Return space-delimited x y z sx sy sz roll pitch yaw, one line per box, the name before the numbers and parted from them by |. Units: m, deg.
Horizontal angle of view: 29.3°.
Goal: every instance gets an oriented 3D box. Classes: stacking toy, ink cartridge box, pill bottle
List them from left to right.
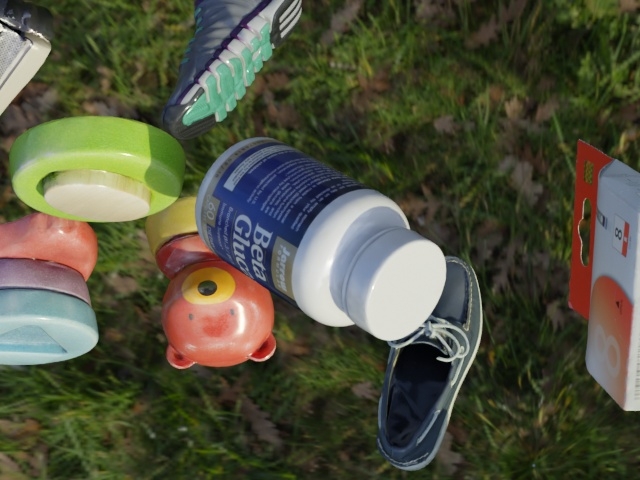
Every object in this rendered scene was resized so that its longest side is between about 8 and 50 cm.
stacking toy | -0.199 0.030 0.982 0.309 0.279 0.130 -10 67 15
pill bottle | 0.000 0.000 0.815 0.169 0.094 0.094 30 85 42
ink cartridge box | 0.201 0.017 0.876 0.045 0.179 0.145 -6 110 -13

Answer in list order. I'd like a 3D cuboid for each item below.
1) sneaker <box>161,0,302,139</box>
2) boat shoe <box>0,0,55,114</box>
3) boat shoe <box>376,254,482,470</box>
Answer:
sneaker | -0.116 -0.203 1.310 0.098 0.083 0.223 30 63 17
boat shoe | -0.485 -0.184 1.519 0.340 0.158 0.127 -50 39 19
boat shoe | 0.118 0.126 1.361 0.095 0.079 0.254 17 71 17
